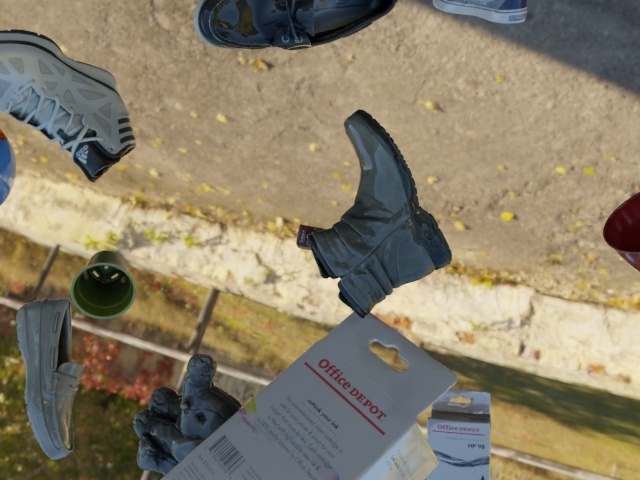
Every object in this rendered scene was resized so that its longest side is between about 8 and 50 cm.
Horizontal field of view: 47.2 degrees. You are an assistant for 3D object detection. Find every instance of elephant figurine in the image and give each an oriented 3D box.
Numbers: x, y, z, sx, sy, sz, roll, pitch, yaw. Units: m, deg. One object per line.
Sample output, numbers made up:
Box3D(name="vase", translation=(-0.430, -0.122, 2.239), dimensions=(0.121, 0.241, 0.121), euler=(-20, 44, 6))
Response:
Box3D(name="elephant figurine", translation=(-0.163, 0.276, 1.074), dimensions=(0.185, 0.170, 0.239), euler=(16, 152, -36))

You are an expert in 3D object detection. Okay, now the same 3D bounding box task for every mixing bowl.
Box3D(name="mixing bowl", translation=(0.496, -0.002, 1.006), dimensions=(0.181, 0.181, 0.098), euler=(-6, 123, 51))

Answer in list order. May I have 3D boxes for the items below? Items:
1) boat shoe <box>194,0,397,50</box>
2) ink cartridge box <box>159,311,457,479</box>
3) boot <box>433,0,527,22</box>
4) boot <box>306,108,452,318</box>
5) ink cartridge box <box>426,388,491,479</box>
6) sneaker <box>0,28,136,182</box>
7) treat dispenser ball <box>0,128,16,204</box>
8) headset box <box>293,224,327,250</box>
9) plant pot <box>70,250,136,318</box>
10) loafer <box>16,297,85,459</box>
Box3D(name="boat shoe", translation=(-0.025, -0.361, 1.146), dimensions=(0.339, 0.127, 0.113), euler=(-14, -149, -30))
Box3D(name="ink cartridge box", translation=(0.000, 0.270, 0.925), dimensions=(0.207, 0.353, 0.119), euler=(34, 158, 46))
Box3D(name="boot", translation=(0.237, -0.381, 1.084), dimensions=(0.190, 0.069, 0.086), euler=(36, 137, 50))
Box3D(name="boot", translation=(0.050, -0.035, 0.951), dimensions=(0.247, 0.161, 0.083), euler=(62, 176, 3))
Box3D(name="ink cartridge box", translation=(0.228, 0.342, 1.210), dimensions=(0.104, 0.180, 0.060), euler=(0, -178, 15))
Box3D(name="sneaker", translation=(-0.542, -0.268, 1.526), dimensions=(0.169, 0.258, 0.447), euler=(-39, 162, 21))
Box3D(name="treat dispenser ball", translation=(-0.893, -0.182, 1.775), dimensions=(0.288, 0.288, 0.288), euler=(17, 161, 6))
Box3D(name="headset box", translation=(0.000, 0.000, 1.081), dimensions=(0.083, 0.032, 0.062), euler=(11, 174, 3))
Box3D(name="plant pot", translation=(-0.294, 0.051, 0.998), dimensions=(0.083, 0.083, 0.079), euler=(27, -164, -23))
Box3D(name="loafer", translation=(-0.529, 0.272, 1.469), dimensions=(0.111, 0.320, 0.112), euler=(-12, 172, -3))
